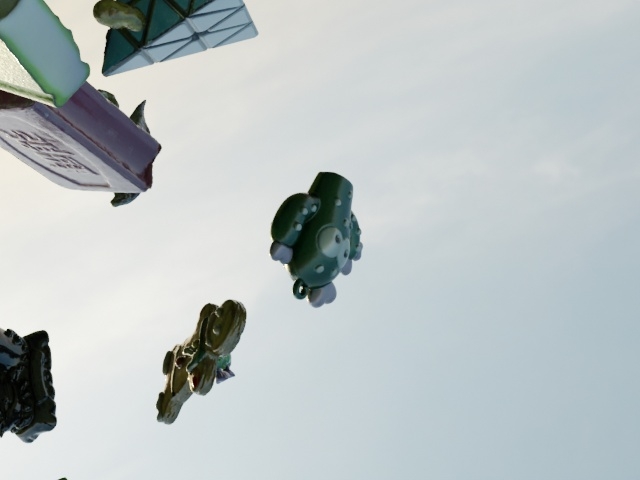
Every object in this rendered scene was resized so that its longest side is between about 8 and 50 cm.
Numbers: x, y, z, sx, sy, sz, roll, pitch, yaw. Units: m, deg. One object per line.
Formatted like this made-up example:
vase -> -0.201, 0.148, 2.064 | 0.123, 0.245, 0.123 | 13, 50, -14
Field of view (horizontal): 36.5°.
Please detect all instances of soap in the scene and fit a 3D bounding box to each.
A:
soap -> -0.502, -0.222, 1.865 | 0.233, 0.359, 0.128 | 3, -111, 28

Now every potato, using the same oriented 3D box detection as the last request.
potato -> -0.319, -0.357, 1.541 | 0.092, 0.045, 0.046 | 3, -166, -36

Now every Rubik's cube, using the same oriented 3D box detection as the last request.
Rubik's cube -> -0.234, -0.409, 1.643 | 0.233, 0.228, 0.228 | 11, -136, 3

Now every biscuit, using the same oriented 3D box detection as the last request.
biscuit -> -0.229, 0.208, 1.818 | 0.301, 0.049, 0.197 | -44, -144, 40

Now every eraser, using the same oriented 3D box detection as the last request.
eraser -> -0.491, -0.301, 1.405 | 0.274, 0.210, 0.092 | 18, -111, 23

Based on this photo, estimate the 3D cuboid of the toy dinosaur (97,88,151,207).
toy dinosaur -> -0.479, -0.219, 2.270 | 0.077, 0.162, 0.294 | -16, -121, 61

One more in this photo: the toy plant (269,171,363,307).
toy plant -> -0.003, -0.001, 1.778 | 0.112, 0.232, 0.243 | 3, -137, 37

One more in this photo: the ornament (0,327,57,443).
ornament -> -0.643, 0.259, 1.834 | 0.106, 0.260, 0.251 | -37, -124, 32

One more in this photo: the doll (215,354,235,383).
doll -> -0.225, 0.248, 2.065 | 0.050, 0.115, 0.190 | -26, 176, 8

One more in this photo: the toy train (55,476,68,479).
toy train -> -0.390, 0.509, 1.571 | 0.085, 0.251, 0.119 | -23, -155, -27
